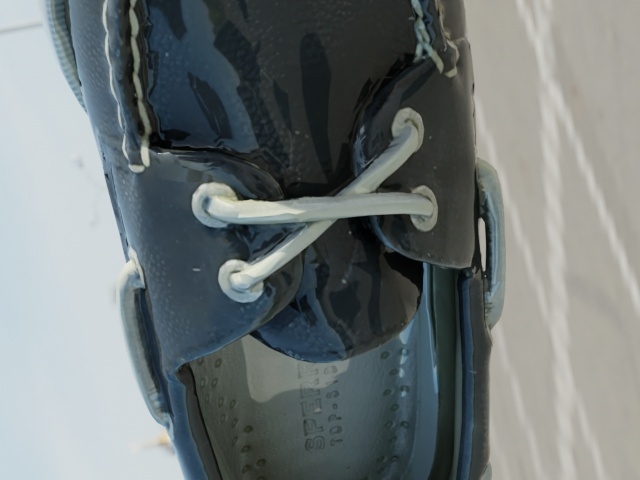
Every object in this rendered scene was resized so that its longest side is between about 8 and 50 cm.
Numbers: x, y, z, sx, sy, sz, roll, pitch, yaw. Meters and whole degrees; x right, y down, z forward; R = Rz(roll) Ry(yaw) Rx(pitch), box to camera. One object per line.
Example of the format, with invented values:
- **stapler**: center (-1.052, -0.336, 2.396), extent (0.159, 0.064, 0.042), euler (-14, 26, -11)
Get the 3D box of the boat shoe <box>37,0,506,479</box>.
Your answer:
- **boat shoe**: center (0.000, 0.000, 0.454), extent (0.091, 0.114, 0.303), euler (-114, 9, -46)
